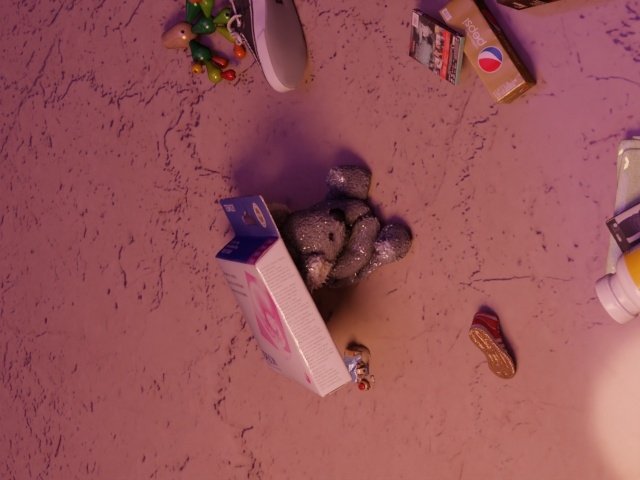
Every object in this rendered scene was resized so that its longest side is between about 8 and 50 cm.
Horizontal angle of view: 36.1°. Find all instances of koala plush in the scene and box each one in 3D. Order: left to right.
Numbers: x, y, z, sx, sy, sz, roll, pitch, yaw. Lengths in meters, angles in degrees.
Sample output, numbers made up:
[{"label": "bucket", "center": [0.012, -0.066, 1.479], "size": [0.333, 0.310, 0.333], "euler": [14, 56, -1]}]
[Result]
[{"label": "koala plush", "center": [0.000, 0.000, 1.657], "size": [0.203, 0.221, 0.196], "euler": [-41, 75, 27]}]

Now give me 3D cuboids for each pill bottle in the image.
[{"label": "pill bottle", "center": [0.483, 0.042, 1.376], "size": [0.184, 0.103, 0.103], "euler": [-38, 76, 31]}]

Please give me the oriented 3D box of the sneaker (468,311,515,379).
[{"label": "sneaker", "center": [0.286, 0.169, 1.617], "size": [0.042, 0.067, 0.118], "euler": [-25, 112, 28]}]

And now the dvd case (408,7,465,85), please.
[{"label": "dvd case", "center": [0.187, -0.315, 1.595], "size": [0.119, 0.013, 0.087], "euler": [41, 144, 39]}]

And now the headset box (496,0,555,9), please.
[{"label": "headset box", "center": [0.397, -0.480, 1.439], "size": [0.293, 0.110, 0.218], "euler": [-8, 91, 31]}]

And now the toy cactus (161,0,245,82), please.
[{"label": "toy cactus", "center": [-0.233, -0.392, 1.835], "size": [0.181, 0.112, 0.219], "euler": [-10, 99, 40]}]

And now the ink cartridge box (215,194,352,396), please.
[{"label": "ink cartridge box", "center": [-0.091, 0.086, 1.652], "size": [0.330, 0.071, 0.324], "euler": [63, 165, -8]}]

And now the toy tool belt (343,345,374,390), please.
[{"label": "toy tool belt", "center": [0.062, 0.230, 1.742], "size": [0.052, 0.051, 0.083], "euler": [-9, 91, 31]}]

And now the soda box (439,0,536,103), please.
[{"label": "soda box", "center": [0.266, -0.307, 1.562], "size": [0.058, 0.061, 0.181], "euler": [-35, 77, 28]}]

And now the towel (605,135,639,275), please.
[{"label": "towel", "center": [0.584, -0.017, 1.420], "size": [0.325, 0.038, 0.247], "euler": [8, 100, 29]}]

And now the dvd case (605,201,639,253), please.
[{"label": "dvd case", "center": [0.555, -0.006, 1.402], "size": [0.239, 0.030, 0.179], "euler": [-33, 79, 31]}]

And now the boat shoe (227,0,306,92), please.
[{"label": "boat shoe", "center": [-0.115, -0.397, 1.750], "size": [0.105, 0.113, 0.306], "euler": [-22, 81, 37]}]
